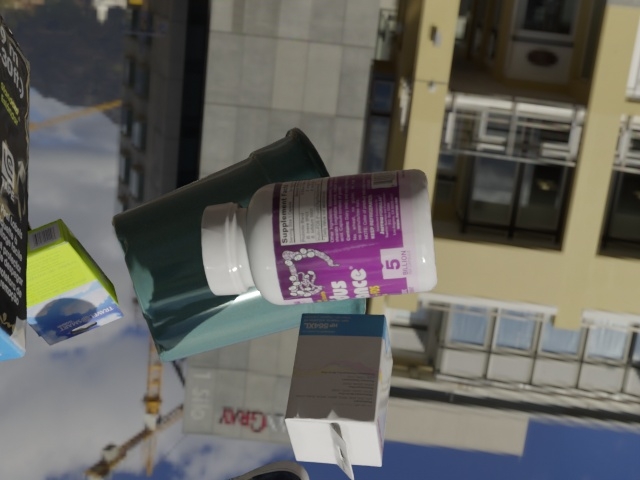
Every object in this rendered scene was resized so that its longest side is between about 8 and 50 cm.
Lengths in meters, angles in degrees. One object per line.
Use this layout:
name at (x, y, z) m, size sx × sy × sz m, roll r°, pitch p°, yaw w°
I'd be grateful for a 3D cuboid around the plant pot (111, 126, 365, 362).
plant pot at (-0.144, 0.028, 1.547) m, size 0.334 × 0.341 × 0.341 m, roll -20°, pitch -159°, yaw -10°

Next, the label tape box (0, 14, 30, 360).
label tape box at (-0.263, -0.124, 0.551) m, size 0.115 × 0.347 × 0.249 m, roll -7°, pitch 154°, yaw 2°

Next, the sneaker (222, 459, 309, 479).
sneaker at (-0.126, 0.377, 1.189) m, size 0.226 × 0.086 × 0.163 m, roll -30°, pitch -163°, yaw 17°

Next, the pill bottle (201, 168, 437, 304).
pill bottle at (0.000, 0.000, 1.267) m, size 0.301 × 0.169 × 0.169 m, roll -6°, pitch -165°, yaw 7°

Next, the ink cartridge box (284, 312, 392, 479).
ink cartridge box at (0.020, 0.157, 0.947) m, size 0.090 × 0.092 × 0.143 m, roll 2°, pitch -130°, yaw 11°

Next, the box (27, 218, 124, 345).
box at (-0.319, 0.054, 1.130) m, size 0.109 × 0.178 × 0.042 m, roll -21°, pitch -124°, yaw -1°

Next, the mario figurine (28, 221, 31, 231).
mario figurine at (-0.467, -0.042, 1.009) m, size 0.170 × 0.198 × 0.320 m, roll -15°, pitch 141°, yaw 33°
